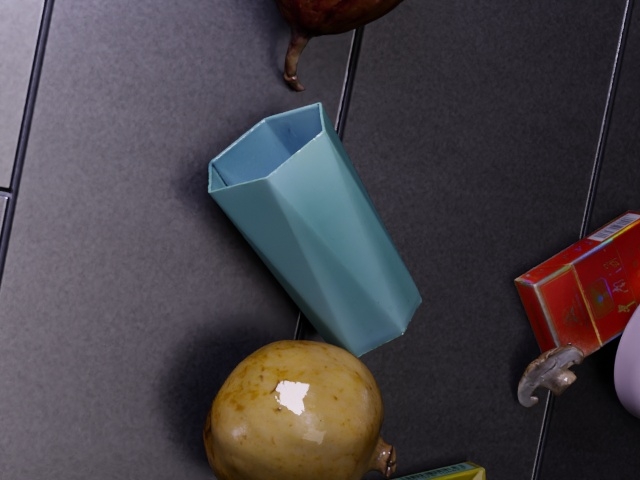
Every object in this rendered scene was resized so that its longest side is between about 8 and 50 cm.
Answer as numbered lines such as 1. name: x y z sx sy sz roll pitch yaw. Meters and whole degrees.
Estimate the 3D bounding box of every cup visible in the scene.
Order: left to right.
1. cup: 0.000 0.000 1.736 0.148 0.134 0.235 -37 113 -15

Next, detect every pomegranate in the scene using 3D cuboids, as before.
1. pomegranate: -0.014 0.189 1.719 0.196 0.196 0.196 -4 98 -27

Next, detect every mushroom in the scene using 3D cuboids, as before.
1. mushroom: 0.253 0.149 1.914 0.049 0.101 0.019 41 32 0

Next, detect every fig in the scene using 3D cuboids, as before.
1. fig: 0.005 -0.270 1.702 0.202 0.148 0.149 -31 74 12

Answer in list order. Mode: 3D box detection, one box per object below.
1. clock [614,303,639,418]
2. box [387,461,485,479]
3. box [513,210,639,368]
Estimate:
1. clock: 0.430 0.130 1.977 0.197 0.068 0.197 -17 122 -30
2. box: 0.057 0.340 1.859 0.279 0.041 0.153 -9 102 -26
3. box: 0.313 0.054 1.948 0.175 0.048 0.112 -30 110 -21
